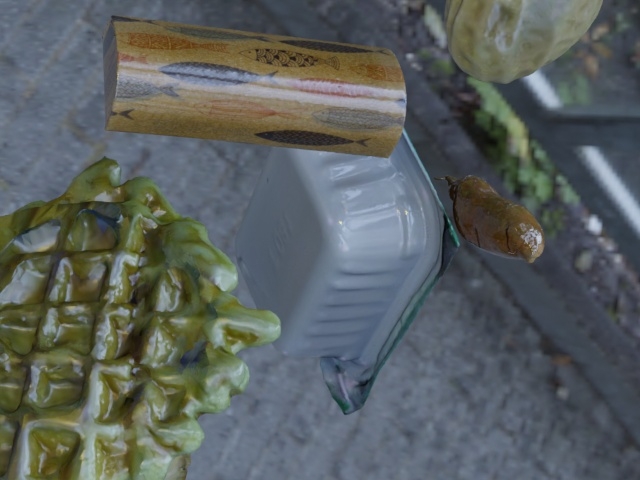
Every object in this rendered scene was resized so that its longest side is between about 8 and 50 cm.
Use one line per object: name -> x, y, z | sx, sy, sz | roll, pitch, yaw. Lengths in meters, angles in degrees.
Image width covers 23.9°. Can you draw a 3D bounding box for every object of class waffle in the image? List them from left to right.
waffle -> -0.149, 0.061, 0.873 | 0.223, 0.204, 0.054 | -36, 154, -13

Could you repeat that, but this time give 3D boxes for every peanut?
peanut -> 0.148, -0.185, 0.954 | 0.093, 0.083, 0.194 | 31, 93, -19

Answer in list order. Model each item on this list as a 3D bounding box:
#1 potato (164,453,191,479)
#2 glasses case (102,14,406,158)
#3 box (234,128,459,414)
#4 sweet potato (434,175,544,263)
potato -> -0.356, 0.222, 1.211 | 0.442, 0.319, 0.385 | -26, 146, -48
glasses case -> -0.037, -0.090, 0.861 | 0.170, 0.041, 0.065 | 4, 60, -18
box -> 0.000, 0.000, 1.590 | 0.106, 0.337, 0.264 | -11, 59, -25
sweet potato -> 0.143, -0.025, 1.340 | 0.056, 0.195, 0.056 | -8, 116, -17
